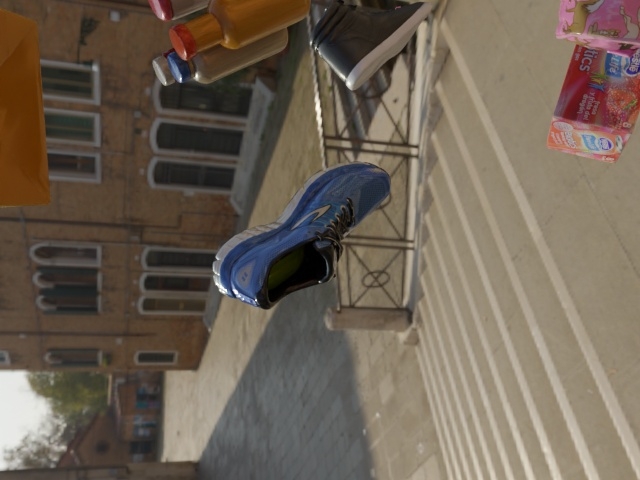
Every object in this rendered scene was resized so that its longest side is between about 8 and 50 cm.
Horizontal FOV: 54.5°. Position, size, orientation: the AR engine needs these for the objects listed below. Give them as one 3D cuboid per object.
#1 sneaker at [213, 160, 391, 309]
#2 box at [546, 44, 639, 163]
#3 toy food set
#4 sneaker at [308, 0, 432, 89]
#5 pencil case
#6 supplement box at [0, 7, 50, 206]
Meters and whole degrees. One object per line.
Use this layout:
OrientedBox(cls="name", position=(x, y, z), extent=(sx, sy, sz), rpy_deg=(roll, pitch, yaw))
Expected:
OrientedBox(cls="sneaker", position=(0.000, 0.000, 0.974), extent=(0.147, 0.330, 0.129), rpy_deg=(30, 152, 44))
OrientedBox(cls="box", position=(0.553, -0.323, 1.203), extent=(0.154, 0.142, 0.299), rpy_deg=(49, -120, -69))
OrientedBox(cls="toy food set", position=(-0.114, -0.201, 0.525), extent=(0.232, 0.105, 0.111), rpy_deg=(46, 156, 31))
OrientedBox(cls="sneaker", position=(0.093, -0.411, 1.170), extent=(0.296, 0.147, 0.104), rpy_deg=(-46, -4, -33))
OrientedBox(cls="pencil case", position=(0.455, -0.472, 0.909), extent=(0.160, 0.167, 0.385), rpy_deg=(-100, 15, -73))
OrientedBox(cls="supplement box", position=(-0.393, -0.124, 0.604), extent=(0.129, 0.194, 0.191), rpy_deg=(-15, -78, -73))
